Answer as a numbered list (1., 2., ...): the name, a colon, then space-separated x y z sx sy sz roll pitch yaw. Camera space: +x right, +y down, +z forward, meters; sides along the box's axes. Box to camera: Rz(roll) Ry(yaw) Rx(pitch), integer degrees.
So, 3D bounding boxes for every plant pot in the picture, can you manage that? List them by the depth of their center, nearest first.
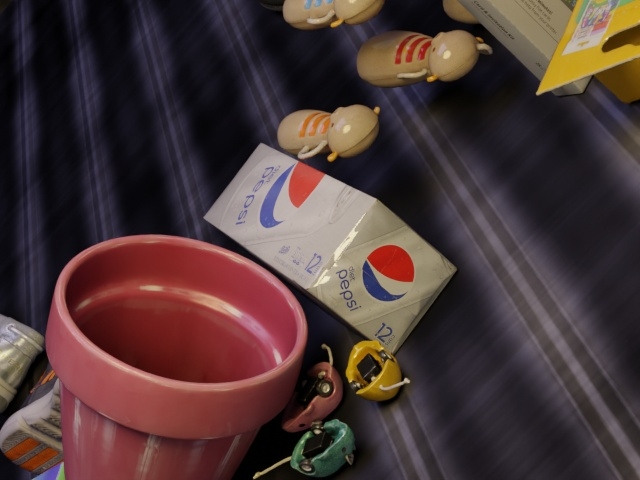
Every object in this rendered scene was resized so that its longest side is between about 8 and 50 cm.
1. plant pot: -0.125 0.123 1.318 0.201 0.201 0.180 -96 19 -58

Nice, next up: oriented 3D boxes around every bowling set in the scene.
1. bowling set: 0.052 -0.211 1.420 0.287 0.200 0.154 -43 22 -20

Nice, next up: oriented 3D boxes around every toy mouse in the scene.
1. toy mouse: 0.006 0.137 1.272 0.143 0.031 0.161 -49 23 4

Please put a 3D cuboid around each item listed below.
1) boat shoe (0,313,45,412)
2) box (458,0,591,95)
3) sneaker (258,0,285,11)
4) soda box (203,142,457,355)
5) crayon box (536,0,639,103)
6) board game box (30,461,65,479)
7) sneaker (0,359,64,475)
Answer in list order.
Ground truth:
1. boat shoe: -0.407 0.100 1.974 0.103 0.118 0.320 -47 27 -5
2. box: 0.195 -0.232 1.325 0.038 0.145 0.186 0 54 58
3. sneaker: -0.010 -0.361 1.883 0.330 0.146 0.122 -14 45 56
4. soda box: 0.000 0.000 1.401 0.091 0.098 0.286 -52 23 -3
5. crayon box: 0.299 -0.228 1.210 0.203 0.083 0.323 -17 40 52
6. board game box: -0.297 0.355 1.379 0.213 0.046 0.317 -33 31 42
7. sneaker: -0.182 0.096 1.553 0.321 0.124 0.180 -27 34 44
